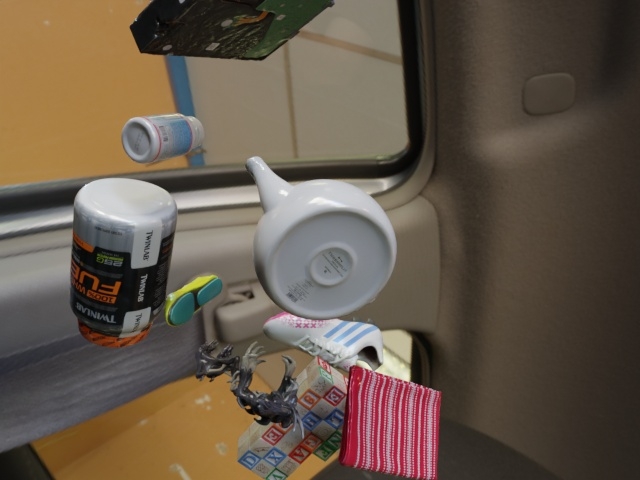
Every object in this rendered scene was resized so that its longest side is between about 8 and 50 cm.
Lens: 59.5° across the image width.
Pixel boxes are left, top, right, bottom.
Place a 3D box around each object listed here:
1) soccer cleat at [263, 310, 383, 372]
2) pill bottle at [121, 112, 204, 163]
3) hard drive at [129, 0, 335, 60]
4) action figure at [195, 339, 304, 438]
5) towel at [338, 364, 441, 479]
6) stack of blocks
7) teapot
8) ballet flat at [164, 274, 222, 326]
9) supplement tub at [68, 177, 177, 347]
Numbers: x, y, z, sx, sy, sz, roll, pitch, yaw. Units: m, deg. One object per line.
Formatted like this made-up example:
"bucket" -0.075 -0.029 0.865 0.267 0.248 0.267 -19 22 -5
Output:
"soccer cleat" 0.019 0.260 1.417 0.116 0.331 0.143 123 -33 -44
"pill bottle" -0.304 -0.205 1.103 0.087 0.160 0.087 8 -71 25
"hard drive" -0.150 -0.425 1.040 0.237 0.339 0.064 -24 -92 37
"action figure" -0.124 0.279 1.124 0.275 0.141 0.164 22 -15 32
"towel" 0.155 0.387 1.179 0.031 0.274 0.199 -22 -127 50
"stack of blocks" -0.039 0.446 1.341 0.171 0.297 0.087 40 10 -17
"teapot" 0.000 0.000 0.955 0.187 0.252 0.256 -116 -151 -59
"ballet flat" -0.325 0.143 1.355 0.077 0.231 0.077 7 -70 20
"supplement tub" -0.434 0.053 1.222 0.207 0.207 0.338 37 -56 35
